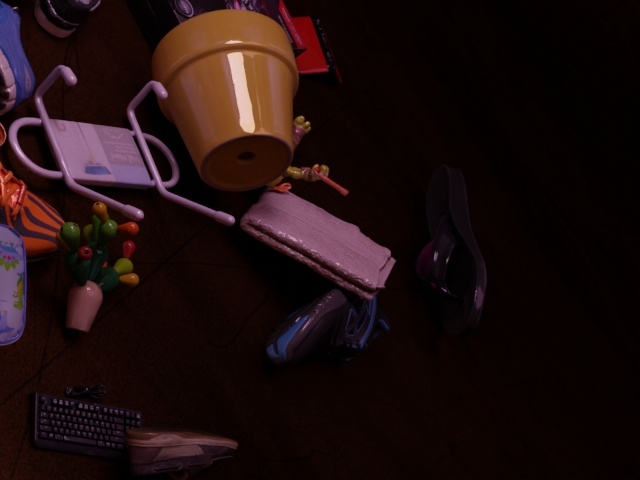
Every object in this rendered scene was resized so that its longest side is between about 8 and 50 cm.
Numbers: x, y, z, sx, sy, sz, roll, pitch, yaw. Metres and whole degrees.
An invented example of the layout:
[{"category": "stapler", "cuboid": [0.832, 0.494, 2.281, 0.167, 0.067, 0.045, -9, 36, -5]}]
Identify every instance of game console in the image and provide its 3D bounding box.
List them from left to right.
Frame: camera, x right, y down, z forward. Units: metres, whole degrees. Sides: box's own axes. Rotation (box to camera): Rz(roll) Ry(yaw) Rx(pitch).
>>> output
[{"category": "game console", "cuboid": [-0.021, -0.411, 2.509, 0.124, 0.085, 0.144, 56, 16, -70]}]

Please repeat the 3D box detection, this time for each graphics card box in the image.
[{"category": "graphics card box", "cuboid": [-0.202, -0.440, 2.235, 0.371, 0.094, 0.232, -17, 79, -54]}]

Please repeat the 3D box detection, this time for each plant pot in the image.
[{"category": "plant pot", "cuboid": [-0.148, -0.226, 1.979, 0.254, 0.254, 0.239, 19, 45, -43]}]

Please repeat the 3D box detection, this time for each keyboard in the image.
[{"category": "keyboard", "cuboid": [-0.325, 0.247, 1.616, 0.180, 0.023, 0.108, 20, 49, -43]}]

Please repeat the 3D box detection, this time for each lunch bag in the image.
[{"category": "lunch bag", "cuboid": [-0.489, 0.059, 1.477, 0.219, 0.090, 0.176, 10, 70, -47]}]

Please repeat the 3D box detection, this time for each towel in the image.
[{"category": "towel", "cuboid": [0.000, 0.000, 2.073, 0.282, 0.049, 0.187, 29, 23, 1]}]

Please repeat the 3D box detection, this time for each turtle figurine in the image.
[{"category": "turtle figurine", "cuboid": [-0.074, -0.159, 2.168, 0.270, 0.087, 0.217, 15, 39, -4]}]

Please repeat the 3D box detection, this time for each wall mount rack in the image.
[{"category": "wall mount rack", "cuboid": [-0.301, -0.124, 1.812, 0.350, 0.130, 0.304, 1, 56, -53]}]

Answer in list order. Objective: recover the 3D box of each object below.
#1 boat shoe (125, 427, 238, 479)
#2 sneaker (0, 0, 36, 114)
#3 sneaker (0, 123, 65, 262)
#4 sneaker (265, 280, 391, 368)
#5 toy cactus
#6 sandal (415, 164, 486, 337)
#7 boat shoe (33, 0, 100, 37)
[{"category": "boat shoe", "cuboid": [-0.205, 0.313, 1.677, 0.224, 0.080, 0.073, 20, 77, -57]}, {"category": "sneaker", "cuboid": [-0.541, -0.336, 1.729, 0.330, 0.130, 0.147, 61, 20, -3]}, {"category": "sneaker", "cuboid": [-0.452, -0.080, 1.566, 0.321, 0.180, 0.124, 27, 46, -38]}, {"category": "sneaker", "cuboid": [0.029, 0.157, 2.038, 0.139, 0.125, 0.341, 59, 35, -2]}, {"category": "toy cactus", "cuboid": [-0.325, 0.047, 1.686, 0.219, 0.112, 0.180, 76, 25, -76]}, {"category": "sandal", "cuboid": [0.252, 0.022, 2.427, 0.107, 0.167, 0.445, 11, 44, -17]}, {"category": "boat shoe", "cuboid": [-0.410, -0.474, 2.000, 0.114, 0.091, 0.302, 33, 42, -33]}]
